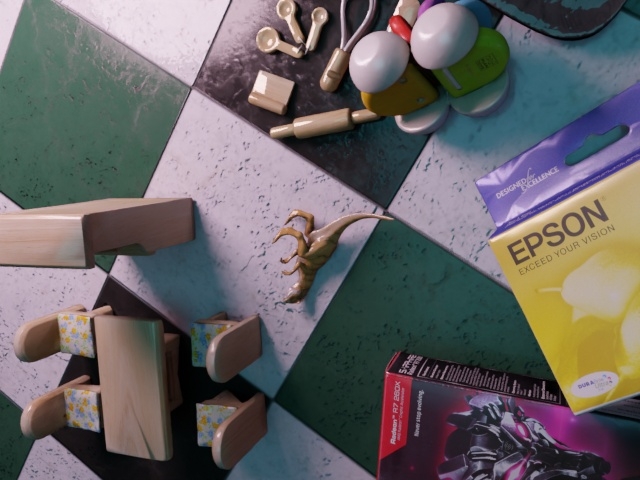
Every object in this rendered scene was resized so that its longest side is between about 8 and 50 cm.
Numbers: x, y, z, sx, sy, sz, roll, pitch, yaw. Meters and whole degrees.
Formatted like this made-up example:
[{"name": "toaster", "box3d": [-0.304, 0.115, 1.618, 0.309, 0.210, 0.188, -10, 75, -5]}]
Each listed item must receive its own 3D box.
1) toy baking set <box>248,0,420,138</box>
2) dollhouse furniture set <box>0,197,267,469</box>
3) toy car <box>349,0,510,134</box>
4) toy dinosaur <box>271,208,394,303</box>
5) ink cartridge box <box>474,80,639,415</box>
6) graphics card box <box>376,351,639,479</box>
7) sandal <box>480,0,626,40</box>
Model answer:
[{"name": "toy baking set", "box3d": [0.011, -0.242, 0.827, 0.256, 0.030, 0.196, -2, 98, 21]}, {"name": "dollhouse furniture set", "box3d": [-0.305, 0.143, 0.887, 0.362, 0.256, 0.393, 1, 99, 21]}, {"name": "toy car", "box3d": [0.132, -0.222, 0.726, 0.182, 0.159, 0.136, -13, 61, 34]}, {"name": "toy dinosaur", "box3d": [0.000, 0.000, 0.863, 0.112, 0.064, 0.211, 35, 119, -6]}, {"name": "ink cartridge box", "box3d": [0.346, -0.009, 0.651, 0.304, 0.072, 0.307, -34, 73, 33]}, {"name": "graphics card box", "box3d": [0.259, 0.294, 0.783, 0.371, 0.094, 0.232, 7, 100, 19]}, {"name": "sandal", "box3d": [0.148, -0.374, 0.711, 0.446, 0.107, 0.167, 25, 107, 15]}]
